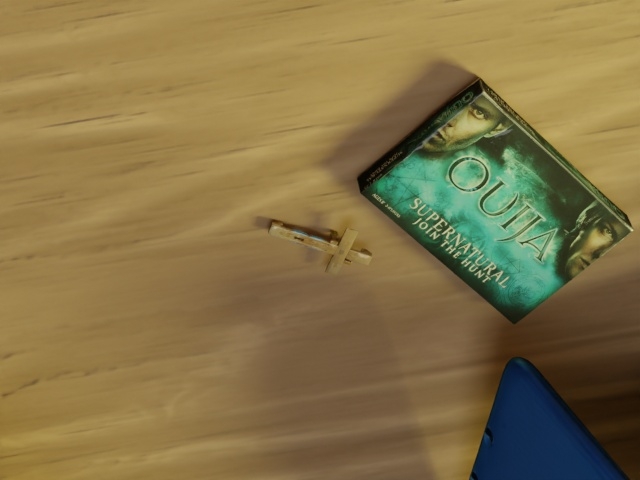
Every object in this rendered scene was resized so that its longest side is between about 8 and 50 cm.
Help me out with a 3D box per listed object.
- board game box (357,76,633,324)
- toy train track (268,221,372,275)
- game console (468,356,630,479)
[{"bbox_3d":[0.136,-0.028,1.454,0.126,0.026,0.186,-40,120,19],"label":"board game box"},{"bbox_3d":[0.000,0.000,1.463,0.083,0.014,0.048,17,128,-12],"label":"toy train track"},{"bbox_3d":[0.256,0.244,1.526,0.250,0.173,0.293,3,140,-6],"label":"game console"}]
